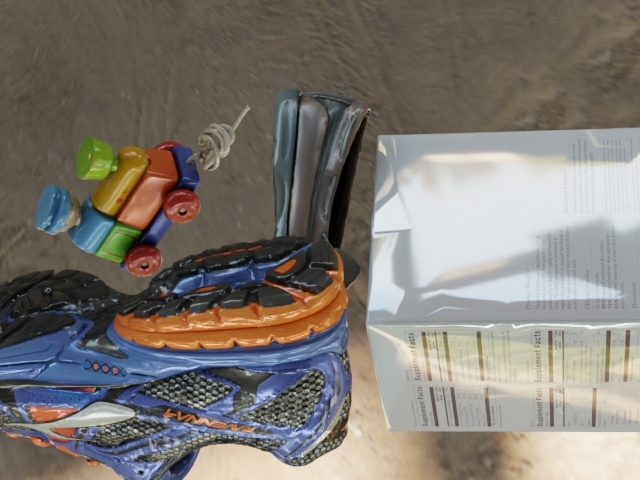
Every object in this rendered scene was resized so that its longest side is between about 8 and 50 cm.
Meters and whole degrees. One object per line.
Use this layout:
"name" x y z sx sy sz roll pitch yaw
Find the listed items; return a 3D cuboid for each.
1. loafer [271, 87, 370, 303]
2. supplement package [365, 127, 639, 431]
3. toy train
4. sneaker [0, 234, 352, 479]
"loafer" 0.000 0.000 1.326 0.084 0.096 0.267 0 77 0
"supplement package" 0.183 0.039 1.397 0.263 0.199 0.198 -1 146 8
"toy train" -0.201 -0.081 1.741 0.143 0.105 0.248 17 125 -32
"sneaker" -0.085 0.061 0.626 0.221 0.083 0.087 -8 109 29
